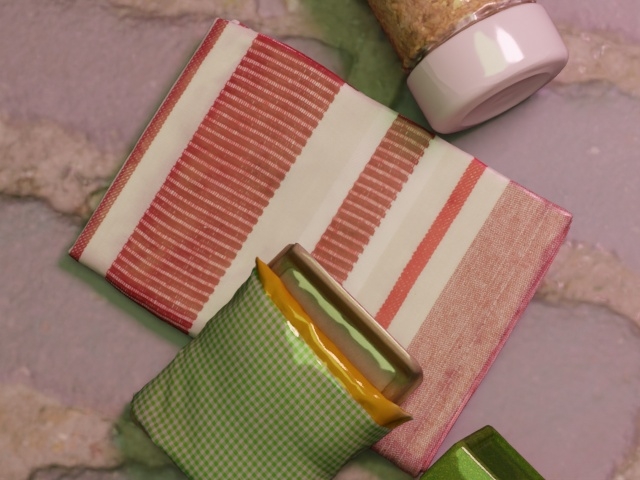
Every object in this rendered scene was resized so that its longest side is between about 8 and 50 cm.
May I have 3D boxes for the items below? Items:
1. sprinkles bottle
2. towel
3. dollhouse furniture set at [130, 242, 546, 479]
[{"bbox_3d":[0.058,-0.261,1.514,0.121,0.121,0.355,-28,80,-2],"label":"sprinkles bottle"},{"bbox_3d":[0.000,0.000,1.515,0.329,0.037,0.237,31,85,9],"label":"towel"},{"bbox_3d":[0.004,0.165,1.402,0.301,0.151,0.197,45,100,7],"label":"dollhouse furniture set"}]
